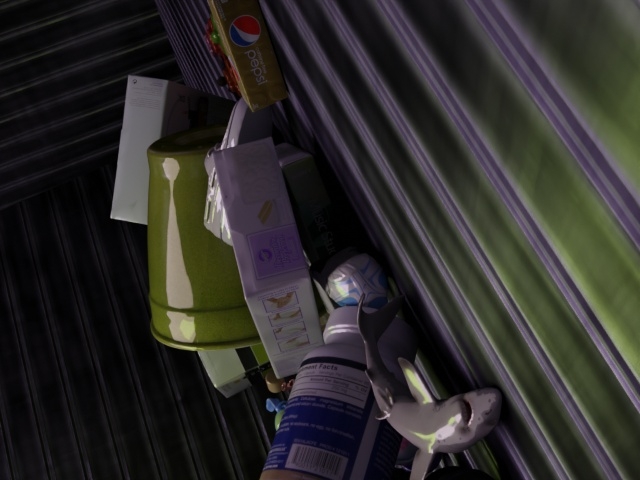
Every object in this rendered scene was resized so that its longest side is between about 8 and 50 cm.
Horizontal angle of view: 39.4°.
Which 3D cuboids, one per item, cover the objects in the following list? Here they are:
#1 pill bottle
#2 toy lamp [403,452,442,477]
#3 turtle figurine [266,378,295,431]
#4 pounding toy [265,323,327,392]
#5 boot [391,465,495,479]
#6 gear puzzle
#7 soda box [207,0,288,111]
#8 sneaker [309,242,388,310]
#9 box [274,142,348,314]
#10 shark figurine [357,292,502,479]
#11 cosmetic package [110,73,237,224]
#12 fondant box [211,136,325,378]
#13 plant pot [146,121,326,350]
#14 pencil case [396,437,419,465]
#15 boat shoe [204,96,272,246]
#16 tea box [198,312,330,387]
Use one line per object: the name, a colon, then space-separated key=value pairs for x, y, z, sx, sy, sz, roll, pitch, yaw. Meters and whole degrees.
pill bottle: x=0.031 y=0.224 z=1.120 sx=0.153 sy=0.153 sz=0.265 roll=76 pitch=-150 yaw=-56
toy lamp: x=0.176 y=0.411 z=1.464 sx=0.275 sy=0.080 sz=0.080 roll=76 pitch=168 yaw=-45
turtle figurine: x=0.040 y=0.374 z=1.588 sx=0.274 sy=0.198 sz=0.266 roll=32 pitch=-164 yaw=31
pounding toy: x=-0.014 y=0.227 z=1.733 sx=0.094 sy=0.206 sz=0.181 roll=75 pitch=169 yaw=-51
boot: x=0.132 y=0.356 z=1.154 sx=0.260 sy=0.131 sz=0.348 roll=38 pitch=155 yaw=47
gear puzzle: x=-0.178 y=-0.343 z=1.697 sx=0.339 sy=0.044 sz=0.176 roll=-148 pitch=34 yaw=-78
soda box: x=-0.105 y=-0.282 z=1.285 sx=0.058 sy=0.061 sz=0.181 roll=-124 pitch=12 yaw=-53
sneaker: x=0.041 y=0.056 z=1.254 sx=0.086 sy=0.085 sz=0.237 roll=62 pitch=177 yaw=-8
box: x=0.000 y=0.000 z=1.488 sx=0.322 sy=0.058 sz=0.232 roll=66 pitch=173 yaw=-16
shark figurine: x=0.122 y=0.178 z=1.018 sx=0.278 sy=0.116 sz=0.166 roll=40 pitch=121 yaw=57
cosmetic package: x=-0.299 y=-0.181 z=1.898 sx=0.377 sy=0.097 sz=0.285 roll=-9 pitch=-70 yaw=-74
fondant box: x=-0.069 y=0.038 z=1.349 sx=0.330 sy=0.096 sz=0.238 roll=77 pitch=177 yaw=-62
plant pot: x=-0.178 y=-0.031 z=1.692 sx=0.366 sy=0.366 sz=0.353 roll=-131 pitch=30 yaw=-68
pencil case: x=0.092 y=0.248 z=1.397 sx=0.273 sy=0.113 sz=0.124 roll=-141 pitch=45 yaw=-76
boat shoe: x=-0.144 y=-0.120 z=1.459 sx=0.088 sy=0.096 sz=0.268 roll=25 pitch=127 yaw=24
tea box: x=-0.150 y=0.219 z=2.243 sx=0.220 sy=0.323 sz=0.329 roll=64 pitch=172 yaw=12
